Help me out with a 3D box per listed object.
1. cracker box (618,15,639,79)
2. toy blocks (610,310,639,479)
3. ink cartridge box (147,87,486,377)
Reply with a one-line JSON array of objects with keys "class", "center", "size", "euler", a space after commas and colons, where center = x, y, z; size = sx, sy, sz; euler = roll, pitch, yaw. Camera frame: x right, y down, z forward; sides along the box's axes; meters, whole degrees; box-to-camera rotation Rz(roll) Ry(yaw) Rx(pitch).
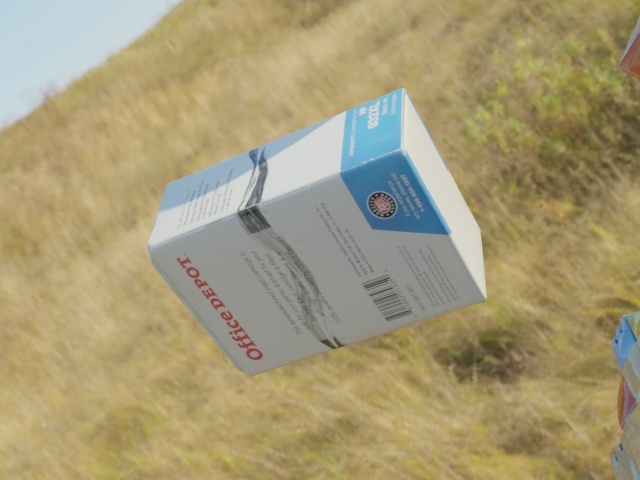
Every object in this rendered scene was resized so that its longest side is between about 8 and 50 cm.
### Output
[{"class": "cracker box", "center": [0.332, -0.167, 0.792], "size": [0.232, 0.156, 0.067], "euler": [-54, -9, -49]}, {"class": "toy blocks", "center": [0.407, 0.153, 1.114], "size": [0.261, 0.191, 0.381], "euler": [-94, 12, -56]}, {"class": "ink cartridge box", "center": [0.000, 0.000, 1.147], "size": [0.307, 0.223, 0.129], "euler": [-20, 36, 20]}]
